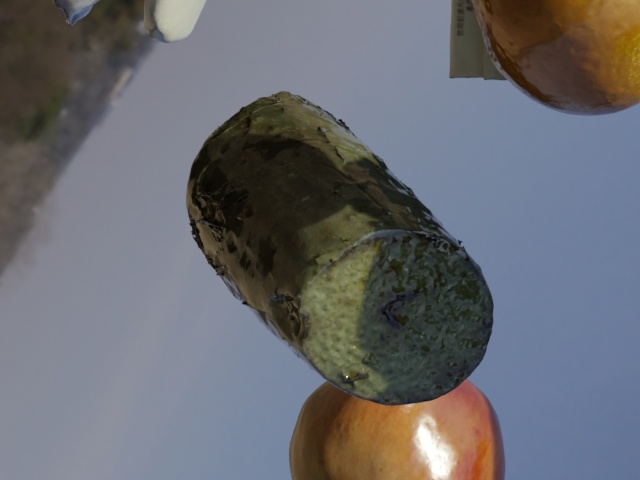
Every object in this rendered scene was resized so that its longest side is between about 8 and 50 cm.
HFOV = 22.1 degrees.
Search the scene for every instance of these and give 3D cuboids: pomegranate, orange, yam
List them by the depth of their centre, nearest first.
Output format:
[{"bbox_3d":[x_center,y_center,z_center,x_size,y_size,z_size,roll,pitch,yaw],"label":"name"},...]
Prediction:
[{"bbox_3d":[0.148,-0.147,0.884,0.136,0.159,0.159,-15,-157,8],"label":"orange"},{"bbox_3d":[0.000,0.000,1.116,0.154,0.154,0.254,-54,-144,10],"label":"yam"},{"bbox_3d":[0.081,0.260,1.808,0.229,0.252,0.270,-6,-148,26],"label":"pomegranate"}]

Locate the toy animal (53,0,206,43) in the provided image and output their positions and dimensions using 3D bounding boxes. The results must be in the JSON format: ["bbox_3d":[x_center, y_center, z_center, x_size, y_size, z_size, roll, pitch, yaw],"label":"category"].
[{"bbox_3d":[-0.154,-0.304,1.315,0.289,0.249,0.174,-53,-144,10],"label":"toy animal"}]

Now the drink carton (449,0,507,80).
[{"bbox_3d":[0.247,-0.248,1.471,0.324,0.132,0.194,-16,110,-53],"label":"drink carton"}]
